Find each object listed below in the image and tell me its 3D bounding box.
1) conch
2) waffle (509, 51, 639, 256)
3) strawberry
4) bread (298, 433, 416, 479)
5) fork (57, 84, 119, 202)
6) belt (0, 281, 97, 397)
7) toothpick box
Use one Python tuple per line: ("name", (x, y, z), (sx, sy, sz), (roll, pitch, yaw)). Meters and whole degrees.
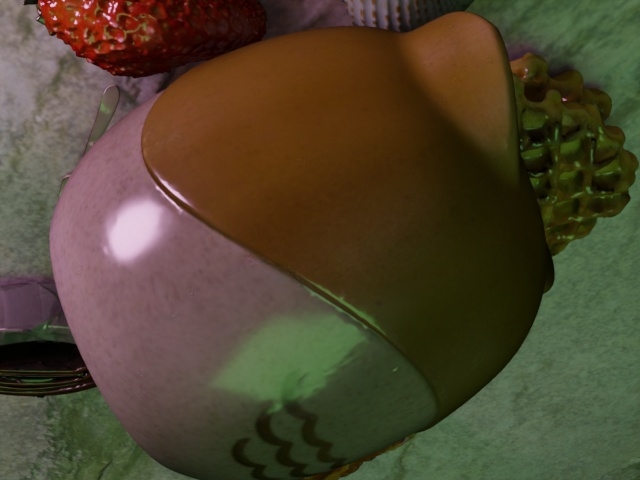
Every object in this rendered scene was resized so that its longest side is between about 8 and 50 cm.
("conch", (0.104, -0.282, 0.870), (0.200, 0.131, 0.172), (-15, 132, -16))
("waffle", (0.215, -0.070, 1.108), (0.261, 0.151, 0.324), (31, 128, -30))
("strawberry", (-0.177, -0.223, 0.917), (0.236, 0.106, 0.175), (-9, 139, 3))
("bread", (0.012, 0.343, 1.572), (0.185, 0.114, 0.275), (24, 132, -29))
("fork", (-0.289, -0.108, 1.100), (0.034, 0.028, 0.219), (20, 129, -16))
("belt", (-0.419, 0.146, 1.305), (0.262, 0.105, 0.184), (5, 135, -11))
("toothpick box", (0.000, 0.000, 0.862), (0.426, 0.408, 0.409), (-25, 136, 4))
